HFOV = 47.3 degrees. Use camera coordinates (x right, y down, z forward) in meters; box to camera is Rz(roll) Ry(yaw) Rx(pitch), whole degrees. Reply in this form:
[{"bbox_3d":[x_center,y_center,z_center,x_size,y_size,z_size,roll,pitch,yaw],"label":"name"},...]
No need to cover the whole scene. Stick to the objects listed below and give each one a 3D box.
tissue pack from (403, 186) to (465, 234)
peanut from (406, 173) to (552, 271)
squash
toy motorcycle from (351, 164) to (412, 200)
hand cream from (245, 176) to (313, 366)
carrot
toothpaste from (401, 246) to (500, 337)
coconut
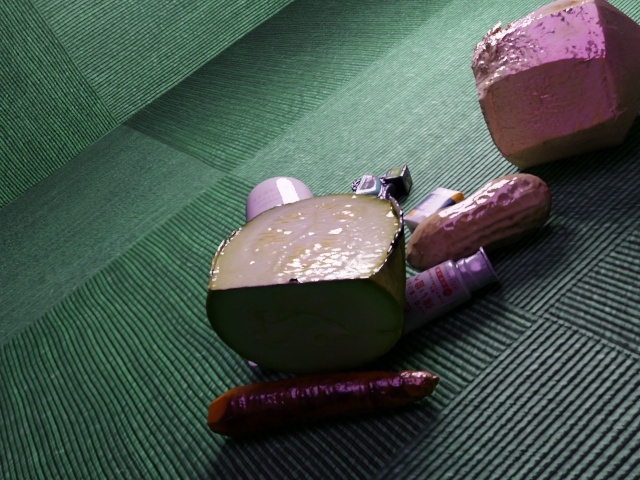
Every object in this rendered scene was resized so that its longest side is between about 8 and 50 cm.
[{"bbox_3d":[0.177,-0.042,1.119,0.083,0.042,0.062,-42,33,-18],"label":"tissue pack"},{"bbox_3d":[0.213,-0.021,1.006,0.214,0.090,0.098,-27,19,6],"label":"peanut"},{"bbox_3d":[0.000,0.000,0.965,0.234,0.210,0.308,-6,48,14],"label":"squash"},{"bbox_3d":[0.091,-0.059,1.214,0.100,0.058,0.173,-8,35,27],"label":"toy motorcycle"},{"bbox_3d":[-0.046,0.035,1.152,0.186,0.118,0.358,-21,39,4],"label":"hand cream"},{"bbox_3d":[-0.003,0.197,0.905,0.314,0.066,0.066,-14,33,26],"label":"carrot"},{"bbox_3d":[0.121,0.085,0.972,0.234,0.057,0.089,-29,50,13],"label":"toothpaste"},{"bbox_3d":[0.360,-0.238,1.067,0.245,0.233,0.233,-20,31,27],"label":"coconut"}]
